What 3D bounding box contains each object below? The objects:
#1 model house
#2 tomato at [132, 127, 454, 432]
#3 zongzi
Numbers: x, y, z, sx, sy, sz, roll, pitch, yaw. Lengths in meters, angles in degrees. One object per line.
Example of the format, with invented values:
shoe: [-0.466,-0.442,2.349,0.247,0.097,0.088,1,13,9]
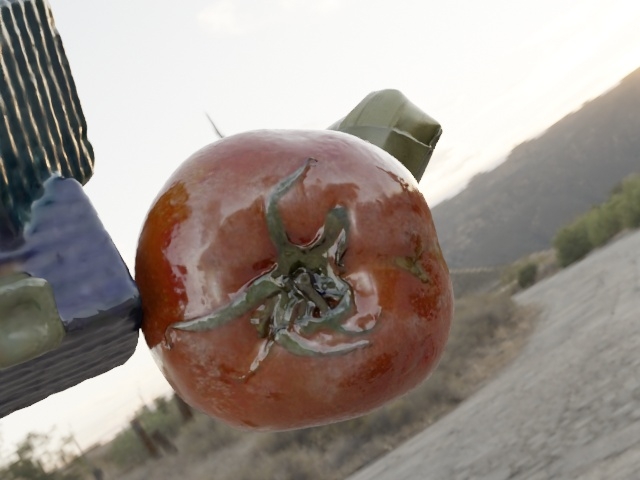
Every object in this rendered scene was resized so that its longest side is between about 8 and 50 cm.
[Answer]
model house: [-0.266,-0.022,0.646,0.245,0.312,0.280,-19,22,-21]
tomato: [-0.010,0.024,0.664,0.237,0.236,0.095,-31,-2,-16]
zongzi: [0.000,0.000,0.901,0.228,0.115,0.256,-43,20,46]
